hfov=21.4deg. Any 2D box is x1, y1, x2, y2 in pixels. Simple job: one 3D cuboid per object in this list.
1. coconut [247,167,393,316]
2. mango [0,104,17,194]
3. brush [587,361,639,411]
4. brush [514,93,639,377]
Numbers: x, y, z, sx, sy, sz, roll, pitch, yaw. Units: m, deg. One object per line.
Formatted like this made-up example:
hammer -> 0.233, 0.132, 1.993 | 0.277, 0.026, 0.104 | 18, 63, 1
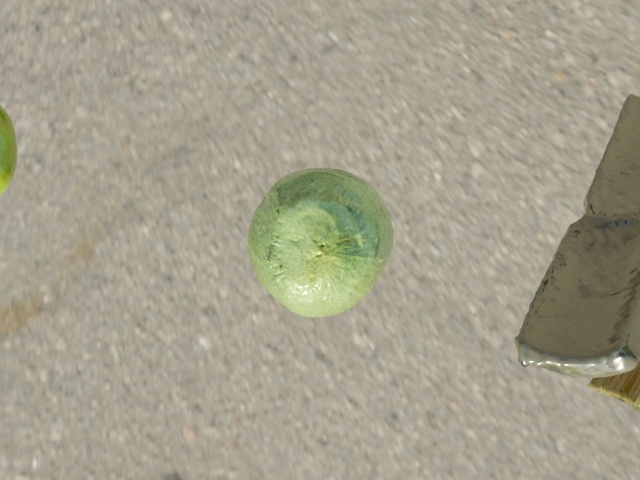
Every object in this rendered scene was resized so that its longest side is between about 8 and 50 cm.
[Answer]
coconut -> 0.000, 0.000, 0.973 | 0.088, 0.096, 0.087 | 0, 88, 5
mango -> -0.207, -0.052, 0.895 | 0.108, 0.056, 0.073 | 16, 81, 27
brush -> 0.273, -0.042, 1.035 | 0.020, 0.085, 0.336 | 36, 86, -17
brush -> 0.121, -0.004, 0.652 | 0.043, 0.248, 0.036 | -6, 112, 21
